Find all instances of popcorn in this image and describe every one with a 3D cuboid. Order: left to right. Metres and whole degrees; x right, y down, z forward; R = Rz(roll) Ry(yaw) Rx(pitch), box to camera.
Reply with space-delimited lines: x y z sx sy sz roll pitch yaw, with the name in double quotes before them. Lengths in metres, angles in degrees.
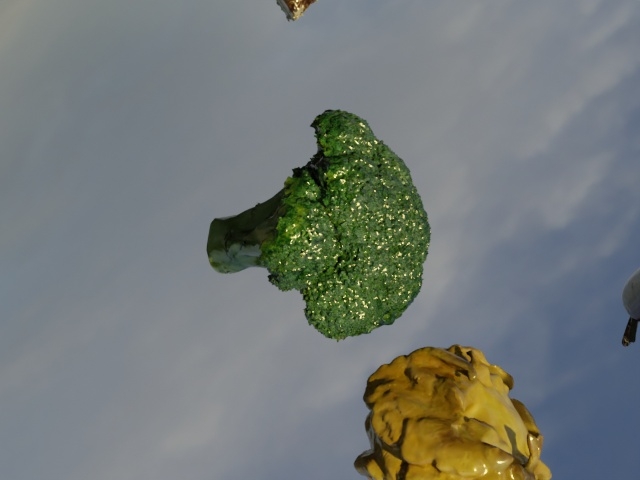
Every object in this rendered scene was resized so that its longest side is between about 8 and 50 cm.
"popcorn" 0.151 0.227 1.432 0.190 0.250 0.250 -55 -162 18

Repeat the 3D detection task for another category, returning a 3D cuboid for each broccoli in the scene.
"broccoli" 0.000 0.000 1.426 0.269 0.269 0.254 -29 -155 43

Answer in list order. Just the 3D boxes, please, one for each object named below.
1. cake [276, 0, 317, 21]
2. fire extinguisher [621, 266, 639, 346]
"cake" 0.021 -0.228 1.047 0.140 0.055 0.051 -20 -169 1
"fire extinguisher" 0.435 0.061 1.592 0.267 0.072 0.089 102 4 -69
